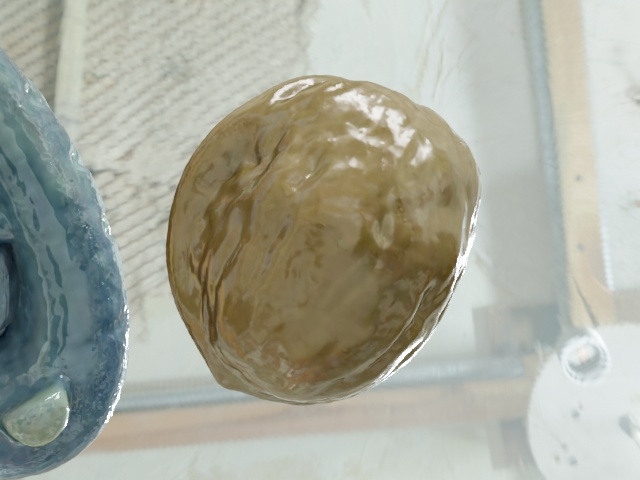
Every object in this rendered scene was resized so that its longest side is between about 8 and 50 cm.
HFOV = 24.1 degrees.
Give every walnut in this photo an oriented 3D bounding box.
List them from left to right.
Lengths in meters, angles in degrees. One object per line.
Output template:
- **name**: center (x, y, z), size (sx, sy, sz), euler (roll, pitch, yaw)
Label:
- **walnut**: center (0.000, 0.000, 0.714), size (0.149, 0.166, 0.166), euler (40, -83, -18)

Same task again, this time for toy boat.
- **toy boat**: center (-0.232, 0.009, 0.904), size (0.215, 0.123, 0.330), euler (-27, -68, -14)
